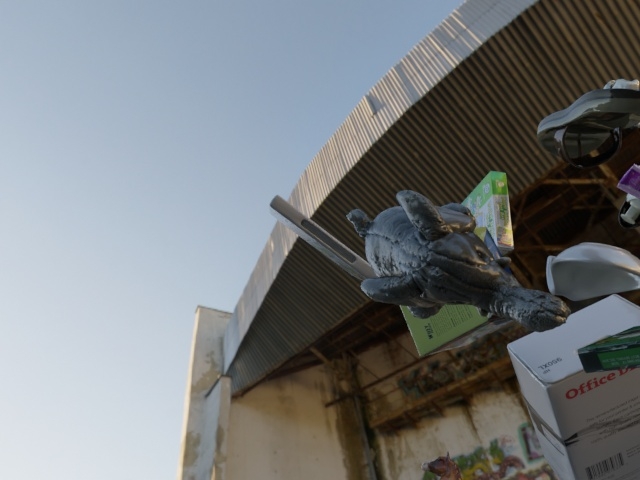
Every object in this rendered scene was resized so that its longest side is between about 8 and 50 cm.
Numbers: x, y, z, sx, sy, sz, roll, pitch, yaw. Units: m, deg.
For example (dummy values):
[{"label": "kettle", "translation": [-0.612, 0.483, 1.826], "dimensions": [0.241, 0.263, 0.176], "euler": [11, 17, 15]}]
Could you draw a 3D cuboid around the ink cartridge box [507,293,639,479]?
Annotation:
[{"label": "ink cartridge box", "translation": [0.633, 0.363, 1.029], "dimensions": [0.285, 0.166, 0.395], "euler": [-26, -69, 0]}]

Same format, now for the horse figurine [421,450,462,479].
[{"label": "horse figurine", "translation": [0.182, 0.452, 0.722], "dimensions": [0.174, 0.263, 0.066], "euler": [-13, -84, -7]}]

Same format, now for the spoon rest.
[{"label": "spoon rest", "translation": [0.451, 0.060, 0.783], "dimensions": [0.137, 0.084, 0.276], "euler": [16, -3, 13]}]

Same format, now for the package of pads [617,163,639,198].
[{"label": "package of pads", "translation": [0.599, -0.100, 0.837], "dimensions": [0.032, 0.083, 0.050], "euler": [-6, -51, -58]}]

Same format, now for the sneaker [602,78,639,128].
[{"label": "sneaker", "translation": [0.750, -0.343, 1.159], "dimensions": [0.110, 0.292, 0.118], "euler": [3, -76, 20]}]

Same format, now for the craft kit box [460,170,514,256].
[{"label": "craft kit box", "translation": [0.497, -0.043, 1.403], "dimensions": [0.060, 0.250, 0.247], "euler": [8, -25, -8]}]

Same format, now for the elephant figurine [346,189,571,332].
[{"label": "elephant figurine", "translation": [0.130, 0.019, 0.522], "dimensions": [0.185, 0.239, 0.170], "euler": [-18, -90, 10]}]

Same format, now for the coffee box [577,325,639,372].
[{"label": "coffee box", "translation": [0.503, 0.160, 0.705], "dimensions": [0.184, 0.041, 0.113], "euler": [-6, -16, -33]}]

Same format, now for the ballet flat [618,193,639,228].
[{"label": "ballet flat", "translation": [0.763, -0.097, 1.064], "dimensions": [0.096, 0.095, 0.280], "euler": [-47, -31, -2]}]

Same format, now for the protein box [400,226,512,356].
[{"label": "protein box", "translation": [0.280, 0.107, 0.957], "dimensions": [0.135, 0.200, 0.201], "euler": [-2, -30, -32]}]

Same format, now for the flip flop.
[{"label": "flip flop", "translation": [0.391, -0.148, 0.660], "dimensions": [0.112, 0.277, 0.080], "euler": [2, -88, 9]}]

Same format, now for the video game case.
[{"label": "video game case", "translation": [0.000, 0.000, 1.138], "dimensions": [0.300, 0.329, 0.036], "euler": [37, -94, -5]}]
